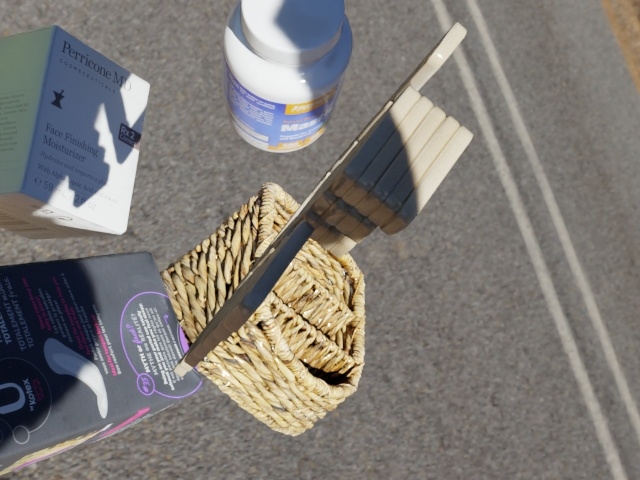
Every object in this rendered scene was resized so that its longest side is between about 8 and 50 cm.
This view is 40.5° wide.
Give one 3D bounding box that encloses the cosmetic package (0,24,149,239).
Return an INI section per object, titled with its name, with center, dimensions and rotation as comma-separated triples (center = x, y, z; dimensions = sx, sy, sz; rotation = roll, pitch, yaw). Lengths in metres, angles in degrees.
[cosmetic package]
center = -0.301, -0.109, 0.943
dimensions = 0.151, 0.151, 0.183
rotation = 28, 64, -56

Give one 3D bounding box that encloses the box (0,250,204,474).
[box]
center = -0.268, 0.119, 0.817
dimensions = 0.270, 0.143, 0.165
rotation = -6, 69, -58

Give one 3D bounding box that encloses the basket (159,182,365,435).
[basket]
center = -0.039, 0.108, 1.174
dimensions = 0.299, 0.223, 0.213
rotation = 47, 5, -49

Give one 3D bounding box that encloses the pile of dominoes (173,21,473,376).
[pile of dominoes]
center = 0.000, 0.000, 0.494
dimensions = 0.040, 0.251, 0.196
rotation = 38, 68, -3

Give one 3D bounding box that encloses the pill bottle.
[pill bottle]
center = -0.042, -0.219, 1.051
dimensions = 0.152, 0.272, 0.152
rotation = 1, 77, -6
